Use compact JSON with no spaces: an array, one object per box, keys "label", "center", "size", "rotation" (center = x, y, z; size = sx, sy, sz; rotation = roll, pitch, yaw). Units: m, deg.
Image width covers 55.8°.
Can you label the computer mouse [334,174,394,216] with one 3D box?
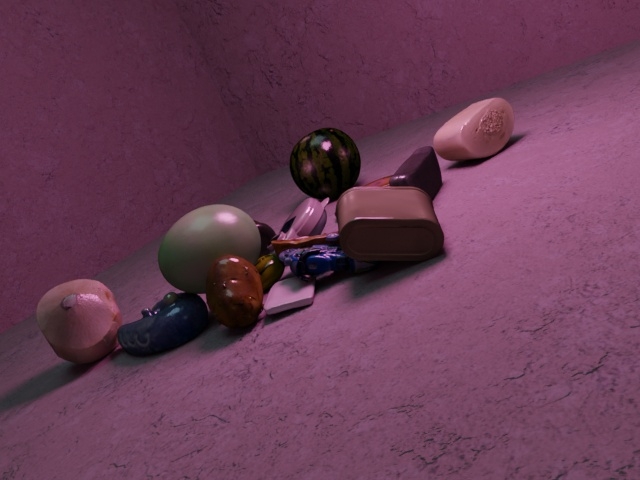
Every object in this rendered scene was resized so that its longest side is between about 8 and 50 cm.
[{"label":"computer mouse","center":[0.184,-0.157,1.994],"size":[0.311,0.071,0.158],"rotation":[-24,12,5]}]

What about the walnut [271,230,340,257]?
[{"label":"walnut","center":[-0.023,0.027,1.607],"size":[0.212,0.086,0.167],"rotation":[-8,4,14]}]

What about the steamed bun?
[{"label":"steamed bun","center":[0.505,-0.349,1.974],"size":[0.250,0.154,0.200],"rotation":[-37,14,-20]}]

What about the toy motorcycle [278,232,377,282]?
[{"label":"toy motorcycle","center":[0.014,0.046,1.451],"size":[0.255,0.092,0.135],"rotation":[-2,19,13]}]

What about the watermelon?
[{"label":"watermelon","center":[0.020,-0.301,2.369],"size":[0.285,0.285,0.285],"rotation":[-23,14,6]}]

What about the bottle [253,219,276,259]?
[{"label":"bottle","center":[-0.244,0.000,1.999],"size":[0.156,0.143,0.271],"rotation":[-3,8,-22]}]

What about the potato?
[{"label":"potato","center":[-0.203,0.124,1.427],"size":[0.137,0.175,0.137],"rotation":[-4,-25,-2]}]

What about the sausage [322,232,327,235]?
[{"label":"sausage","center":[0.000,0.000,1.835],"size":[0.015,0.015,0.100],"rotation":[-17,15,30]}]

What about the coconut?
[{"label":"coconut","center":[-0.667,0.223,1.687],"size":[0.241,0.241,0.241],"rotation":[-23,14,6]}]

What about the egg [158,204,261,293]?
[{"label":"egg","center":[-0.285,0.024,1.560],"size":[0.270,0.220,0.220],"rotation":[-29,14,-1]}]

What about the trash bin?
[{"label":"trash bin","center":[0.158,-0.040,1.410],"size":[0.244,0.121,0.247],"rotation":[0,20,1]}]

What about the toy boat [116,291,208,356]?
[{"label":"toy boat","center":[-0.430,0.201,1.610],"size":[0.215,0.123,0.330],"rotation":[-33,14,-34]}]

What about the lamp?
[{"label":"lamp","center":[-0.061,-0.024,1.830],"size":[0.246,0.108,0.179],"rotation":[-54,9,-29]}]

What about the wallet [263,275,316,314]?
[{"label":"wallet","center":[-0.070,0.127,1.449],"size":[0.124,0.031,0.183],"rotation":[-17,13,6]}]

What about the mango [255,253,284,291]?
[{"label":"mango","center":[-0.166,0.104,1.625],"size":[0.165,0.074,0.091],"rotation":[-41,24,-12]}]

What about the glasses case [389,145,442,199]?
[{"label":"glasses case","center":[0.279,-0.170,1.744],"size":[0.074,0.131,0.323],"rotation":[-7,21,27]}]
